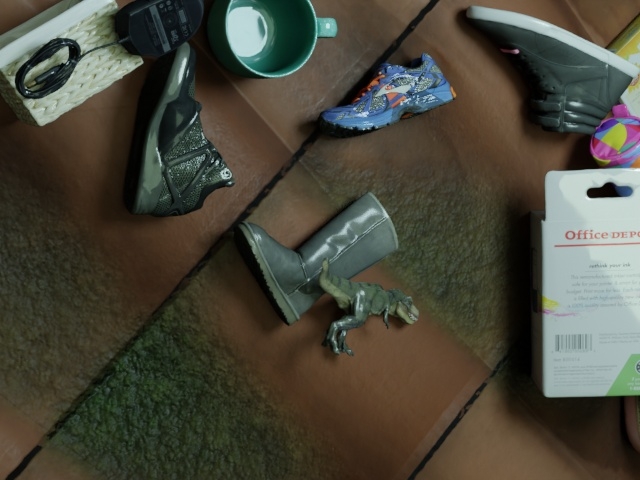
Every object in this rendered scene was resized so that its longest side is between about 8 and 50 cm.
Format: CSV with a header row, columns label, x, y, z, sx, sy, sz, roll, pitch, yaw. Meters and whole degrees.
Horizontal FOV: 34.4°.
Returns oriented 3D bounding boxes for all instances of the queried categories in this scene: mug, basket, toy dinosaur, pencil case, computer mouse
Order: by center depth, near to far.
label,x,y,z,sx,sy,sz,roll,pitch,yaw
computer mouse,-0.243,-0.231,1.193,0.242,0.041,0.071,-28,132,-19
basket,-0.312,-0.219,1.237,0.167,0.113,0.103,-36,115,-19
mug,-0.072,-0.271,1.359,0.158,0.097,0.129,31,82,-28
toy dinosaur,0.045,0.103,1.467,0.268,0.064,0.118,25,90,-55
pencil case,0.519,-0.107,1.662,0.104,0.104,0.236,-53,129,-11

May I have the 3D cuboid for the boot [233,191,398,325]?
label,x,y,z,sx,sy,sz,roll,pitch,yaw
boot,-0.001,-0.002,1.446,0.208,0.076,0.190,-35,126,-11

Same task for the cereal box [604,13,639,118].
label,x,y,z,sx,sy,sz,roll,pitch,yaw
cereal box,0.565,-0.249,1.717,0.173,0.047,0.240,-44,114,-14

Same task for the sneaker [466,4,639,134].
label,x,y,z,sx,sy,sz,roll,pitch,yaw
sneaker,0.334,-0.250,1.570,0.295,0.104,0.147,19,102,-19

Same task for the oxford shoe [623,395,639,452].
label,x,y,z,sx,sy,sz,roll,pitch,yaw
oxford shoe,0.589,0.182,1.730,0.140,0.146,0.397,-16,101,-23

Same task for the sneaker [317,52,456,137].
label,x,y,z,sx,sy,sz,roll,pitch,yaw
sneaker,0.086,-0.205,1.470,0.221,0.083,0.087,-23,93,-28

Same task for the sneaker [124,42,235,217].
label,x,y,z,sx,sy,sz,roll,pitch,yaw
sneaker,-0.171,-0.139,1.336,0.130,0.087,0.227,7,97,-30

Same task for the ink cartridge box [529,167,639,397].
label,x,y,z,sx,sy,sz,roll,pitch,yaw
ink cartridge box,0.437,0.058,1.612,0.207,0.119,0.353,-1,100,2
